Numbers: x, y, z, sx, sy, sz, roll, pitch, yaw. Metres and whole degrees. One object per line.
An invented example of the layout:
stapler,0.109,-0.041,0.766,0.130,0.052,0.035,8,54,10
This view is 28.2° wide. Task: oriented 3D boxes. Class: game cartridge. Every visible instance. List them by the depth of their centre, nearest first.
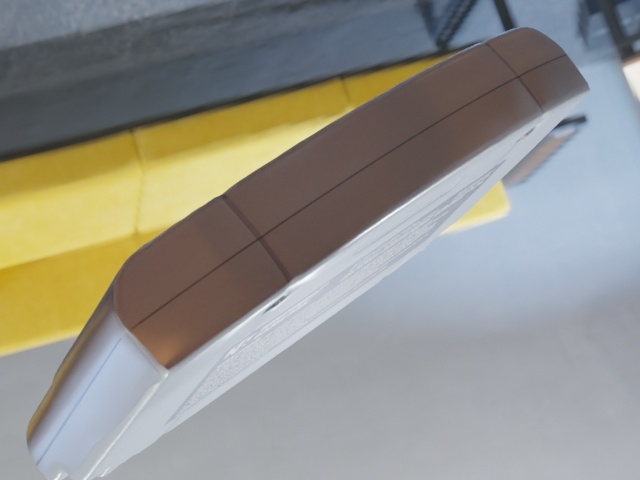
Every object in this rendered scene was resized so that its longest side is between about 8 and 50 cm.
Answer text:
game cartridge,0.000,0.000,0.619,0.294,0.060,0.196,-33,174,-36
